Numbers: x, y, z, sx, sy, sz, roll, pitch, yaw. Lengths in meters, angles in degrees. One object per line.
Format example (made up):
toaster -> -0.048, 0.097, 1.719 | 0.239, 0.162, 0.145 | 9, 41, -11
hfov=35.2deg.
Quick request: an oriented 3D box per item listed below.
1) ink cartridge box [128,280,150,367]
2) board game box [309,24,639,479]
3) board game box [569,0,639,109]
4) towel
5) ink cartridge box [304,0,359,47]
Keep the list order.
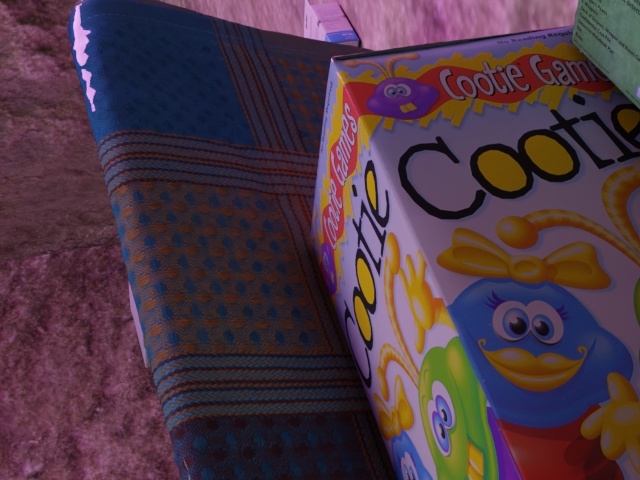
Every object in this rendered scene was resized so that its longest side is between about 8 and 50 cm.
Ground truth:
ink cartridge box -> -0.109, 0.060, 1.187 | 0.160, 0.219, 0.092 | 108, 147, -64
board game box -> 0.103, 0.049, 0.457 | 0.144, 0.142, 0.275 | 97, 159, -49
board game box -> 0.168, -0.070, 0.350 | 0.260, 0.030, 0.136 | -115, 18, -47
towel -> 0.000, 0.000, 0.613 | 0.040, 0.271, 0.370 | -53, 44, 39
ink cartridge box -> 0.009, -0.184, 0.923 | 0.083, 0.028, 0.048 | -113, 19, -43
